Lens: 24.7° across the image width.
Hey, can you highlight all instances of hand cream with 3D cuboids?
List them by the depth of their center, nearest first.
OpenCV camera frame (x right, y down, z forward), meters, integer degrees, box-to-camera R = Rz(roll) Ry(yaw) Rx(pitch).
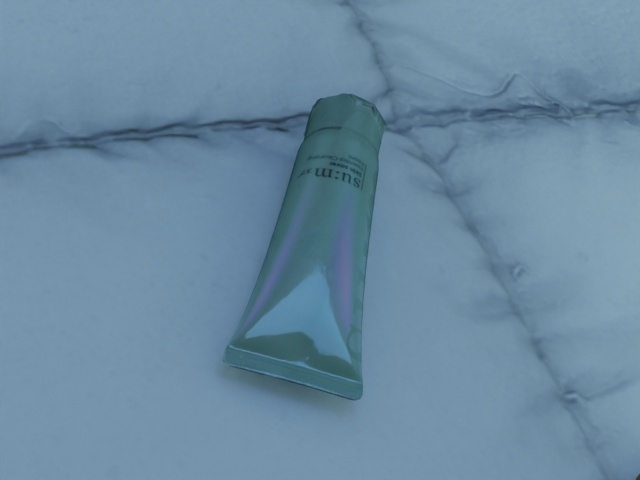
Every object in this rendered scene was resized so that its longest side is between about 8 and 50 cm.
[{"bbox_3d":[0.000,0.000,0.844,0.078,0.050,0.205,17,49,-6],"label":"hand cream"}]

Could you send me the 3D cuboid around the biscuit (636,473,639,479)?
[{"bbox_3d":[0.274,0.197,0.794,0.237,0.013,0.232,-23,61,-37],"label":"biscuit"}]
